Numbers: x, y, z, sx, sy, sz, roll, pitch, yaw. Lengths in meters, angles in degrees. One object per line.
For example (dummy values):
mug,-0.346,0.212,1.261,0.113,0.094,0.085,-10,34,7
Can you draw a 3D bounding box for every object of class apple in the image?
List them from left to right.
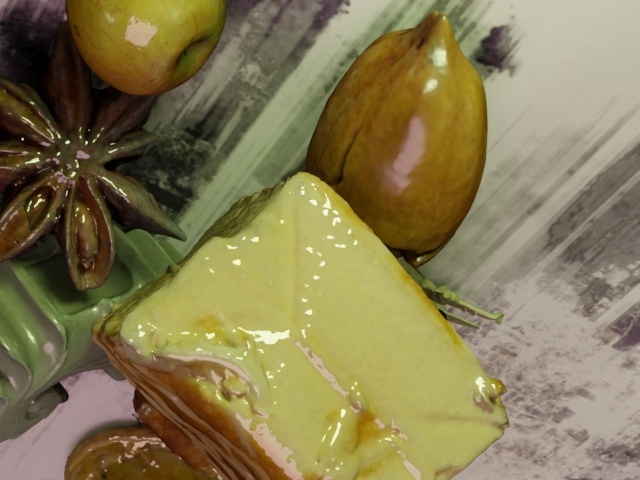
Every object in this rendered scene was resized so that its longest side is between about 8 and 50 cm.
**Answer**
apple,-0.189,-0.251,1.474,0.155,0.182,0.182,42,133,9

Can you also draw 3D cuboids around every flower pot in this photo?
flower pot,-0.322,0.109,1.751,0.164,0.367,0.254,47,131,19

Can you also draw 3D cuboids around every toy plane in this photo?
toy plane,0.111,0.070,1.748,0.229,0.092,0.244,10,170,32

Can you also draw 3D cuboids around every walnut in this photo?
walnut,0.092,-0.112,1.545,0.209,0.209,0.336,12,130,-3

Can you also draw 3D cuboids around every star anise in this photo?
star anise,-0.283,-0.096,1.599,0.315,0.315,0.108,26,170,-17

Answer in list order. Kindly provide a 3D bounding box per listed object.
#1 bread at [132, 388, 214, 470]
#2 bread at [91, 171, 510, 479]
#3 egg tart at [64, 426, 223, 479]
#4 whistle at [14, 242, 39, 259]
bread,-0.091,0.183,1.901,0.344,0.149,0.195,-26,116,31
bread,-0.031,0.148,1.555,0.390,0.279,0.371,47,165,-9
egg tart,-0.266,0.429,2.187,0.319,0.128,0.319,3,133,4
whistle,-0.442,0.077,1.878,0.142,0.134,0.346,3,145,1
